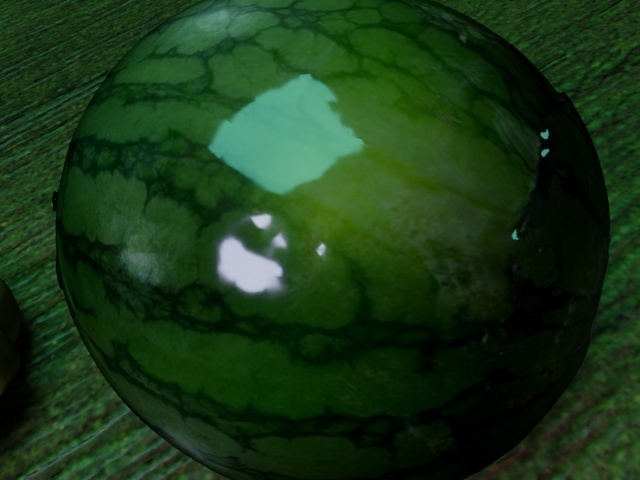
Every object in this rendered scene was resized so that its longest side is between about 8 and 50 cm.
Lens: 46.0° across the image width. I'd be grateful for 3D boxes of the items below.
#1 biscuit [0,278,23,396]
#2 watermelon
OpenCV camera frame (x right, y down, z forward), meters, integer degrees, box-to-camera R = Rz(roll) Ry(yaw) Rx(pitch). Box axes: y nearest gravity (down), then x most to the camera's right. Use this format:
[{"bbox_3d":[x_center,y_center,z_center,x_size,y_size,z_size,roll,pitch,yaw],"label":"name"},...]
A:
[{"bbox_3d":[-0.438,0.130,0.650,0.358,0.074,0.381,-25,27,-24],"label":"biscuit"},{"bbox_3d":[0.000,0.000,0.509,0.363,0.363,0.363,-8,44,8],"label":"watermelon"}]
